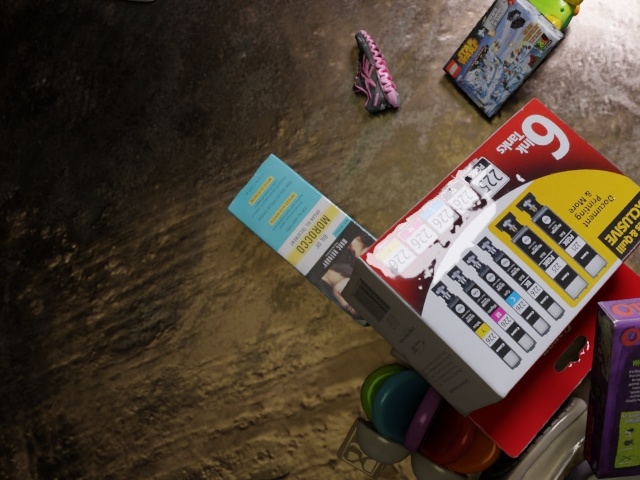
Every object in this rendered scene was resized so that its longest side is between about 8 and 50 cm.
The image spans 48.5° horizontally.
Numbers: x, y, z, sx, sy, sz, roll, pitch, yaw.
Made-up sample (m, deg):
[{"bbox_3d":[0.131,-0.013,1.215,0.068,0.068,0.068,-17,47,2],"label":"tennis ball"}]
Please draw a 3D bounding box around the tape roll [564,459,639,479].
[{"bbox_3d":[0.387,0.358,0.835,0.219,0.072,0.219,-1,85,10],"label":"tape roll"}]

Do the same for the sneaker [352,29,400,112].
[{"bbox_3d":[0.064,-0.228,0.969,0.057,0.047,0.119,-23,80,20],"label":"sneaker"}]

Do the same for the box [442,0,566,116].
[{"bbox_3d":[0.229,-0.237,0.901,0.094,0.027,0.137,49,136,10],"label":"box"}]

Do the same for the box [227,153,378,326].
[{"bbox_3d":[0.000,0.000,0.949,0.244,0.060,0.100,40,93,12],"label":"box"}]

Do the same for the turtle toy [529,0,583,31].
[{"bbox_3d":[0.279,-0.285,0.916,0.095,0.066,0.130,41,97,35],"label":"turtle toy"}]

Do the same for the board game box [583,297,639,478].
[{"bbox_3d":[0.467,0.147,0.764,0.347,0.056,0.208,-5,118,-1],"label":"board game box"}]

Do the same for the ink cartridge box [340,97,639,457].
[{"bbox_3d":[0.231,0.039,0.808,0.272,0.130,0.309,44,69,11],"label":"ink cartridge box"}]

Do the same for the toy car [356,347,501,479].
[{"bbox_3d":[0.134,0.215,0.858,0.182,0.136,0.159,26,88,6],"label":"toy car"}]

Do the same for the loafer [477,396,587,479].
[{"bbox_3d":[0.242,0.305,0.854,0.092,0.102,0.268,41,86,0],"label":"loafer"}]

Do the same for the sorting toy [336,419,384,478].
[{"bbox_3d":[0.067,0.264,0.937,0.062,0.012,0.083,29,91,10],"label":"sorting toy"}]
